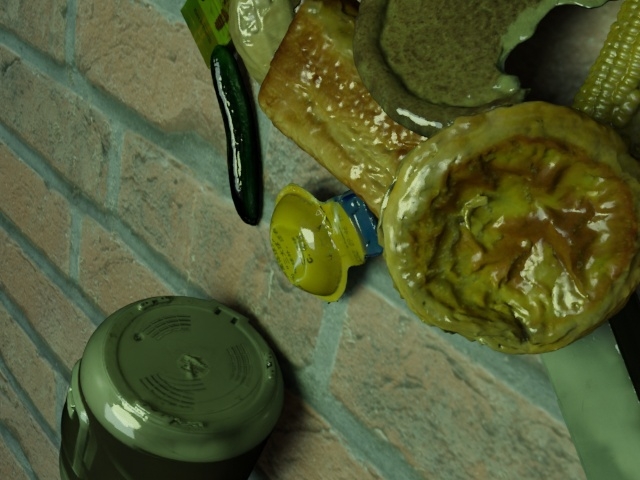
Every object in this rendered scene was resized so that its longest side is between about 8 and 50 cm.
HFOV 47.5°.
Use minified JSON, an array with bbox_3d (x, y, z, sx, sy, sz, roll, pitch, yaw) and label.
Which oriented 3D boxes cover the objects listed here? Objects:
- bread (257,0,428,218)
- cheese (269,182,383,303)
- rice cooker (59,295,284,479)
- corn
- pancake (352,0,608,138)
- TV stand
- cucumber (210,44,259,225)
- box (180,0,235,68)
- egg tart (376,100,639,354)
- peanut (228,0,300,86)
[{"bbox_3d":[0.089,-0.135,0.826,0.344,0.148,0.195,47,117,30],"label":"bread"},{"bbox_3d":[0.000,0.000,0.980,0.270,0.069,0.177,-21,92,62],"label":"cheese"},{"bbox_3d":[-0.248,0.287,1.164,0.335,0.335,0.325,48,131,29],"label":"rice cooker"},{"bbox_3d":[0.292,-0.165,0.644,0.086,0.086,0.288,40,124,34],"label":"corn"},{"bbox_3d":[0.162,-0.232,0.699,0.288,0.033,0.286,-16,65,23],"label":"pancake"},{"bbox_3d":[0.288,0.142,0.723,0.088,0.082,0.270,-26,79,45],"label":"TV stand"},{"bbox_3d":[-0.127,-0.159,1.123,0.056,0.056,0.284,2,104,47],"label":"cucumber"},{"bbox_3d":[-0.142,-0.368,1.107,0.193,0.030,0.121,-41,69,45],"label":"box"},{"bbox_3d":[0.170,-0.011,0.651,0.241,0.106,0.241,1,110,4],"label":"egg tart"},{"bbox_3d":[-0.066,-0.340,0.956,0.130,0.130,0.290,1,101,47],"label":"peanut"}]
